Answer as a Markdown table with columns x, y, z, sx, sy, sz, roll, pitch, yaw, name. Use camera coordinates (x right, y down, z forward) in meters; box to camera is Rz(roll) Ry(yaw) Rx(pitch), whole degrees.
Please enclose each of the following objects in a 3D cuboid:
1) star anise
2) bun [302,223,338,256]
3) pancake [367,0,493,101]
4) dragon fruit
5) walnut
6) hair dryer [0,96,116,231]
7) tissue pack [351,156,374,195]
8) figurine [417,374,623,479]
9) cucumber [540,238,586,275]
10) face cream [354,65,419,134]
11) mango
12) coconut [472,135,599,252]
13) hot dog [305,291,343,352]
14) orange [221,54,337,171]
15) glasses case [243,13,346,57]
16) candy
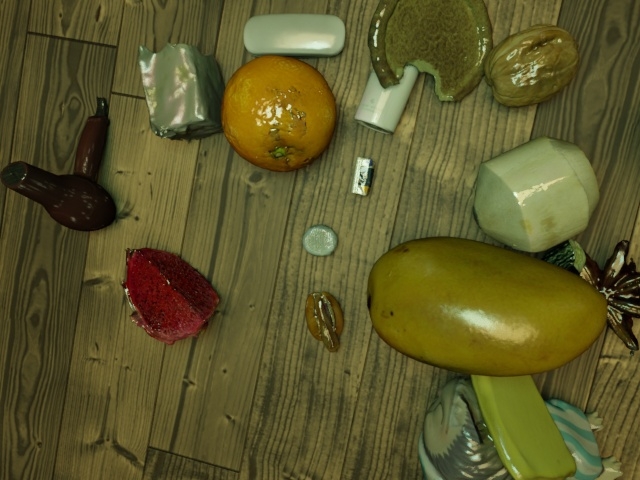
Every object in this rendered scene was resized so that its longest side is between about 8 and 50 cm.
| x | y | z | sx | sy | sz | roll | pitch | yaw | name |
| --- | --- | --- | --- | --- | --- | --- | --- | --- | --- |
| 0.596 | 0.110 | 1.044 | 0.272 | 0.103 | 0.271 | 9 | 106 | 35 | star anise |
| 0.000 | 0.000 | 1.146 | 0.083 | 0.045 | 0.083 | 1 | 94 | 12 | bun |
| 0.231 | -0.406 | 1.010 | 0.286 | 0.033 | 0.288 | -43 | 118 | -7 | pancake |
| -0.364 | 0.139 | 1.181 | 0.274 | 0.126 | 0.161 | 42 | 109 | 13 | dragon fruit |
| 0.432 | -0.357 | 1.003 | 0.184 | 0.155 | 0.155 | -22 | 90 | 8 | walnut |
| -0.559 | -0.205 | 1.126 | 0.123 | 0.312 | 0.340 | 2 | 74 | 8 | hair dryer |
| 0.096 | -0.143 | 1.112 | 0.042 | 0.062 | 0.083 | 11 | 95 | 10 | tissue pack |
| 0.358 | 0.460 | 1.080 | 0.361 | 0.266 | 0.377 | 24 | 132 | -19 | figurine |
| 0.456 | 0.096 | 1.045 | 0.074 | 0.074 | 0.241 | 41 | 123 | 4 | cucumber |
| 0.179 | -0.408 | 1.063 | 0.102 | 0.102 | 0.345 | 24 | 98 | 6 | face cream |
| 0.300 | 0.124 | 0.959 | 0.446 | 0.300 | 0.232 | 7 | 118 | 28 | mango |
| 0.414 | -0.086 | 0.990 | 0.241 | 0.241 | 0.241 | 1 | 94 | 9 | coconut |
| 0.009 | 0.189 | 1.151 | 0.090 | 0.060 | 0.140 | -6 | 97 | 14 | hot dog |
| -0.087 | -0.267 | 1.048 | 0.246 | 0.246 | 0.246 | 1 | 94 | 9 | orange |
| -0.059 | -0.461 | 1.115 | 0.234 | 0.059 | 0.092 | 2 | 93 | 9 | glasses case |
| -0.299 | -0.322 | 1.102 | 0.137 | 0.185 | 0.195 | -10 | 92 | 14 | candy |
